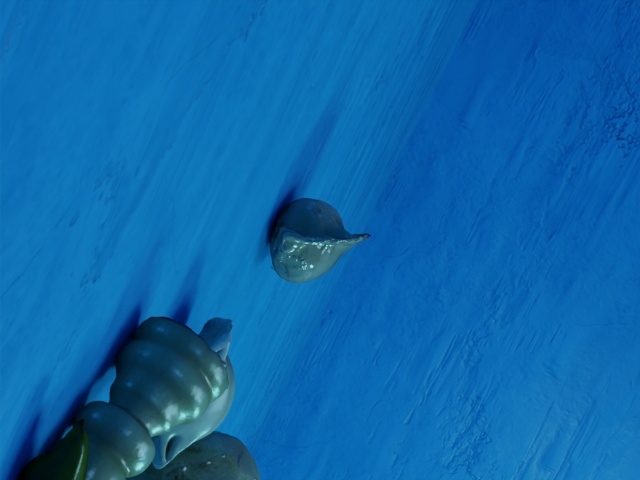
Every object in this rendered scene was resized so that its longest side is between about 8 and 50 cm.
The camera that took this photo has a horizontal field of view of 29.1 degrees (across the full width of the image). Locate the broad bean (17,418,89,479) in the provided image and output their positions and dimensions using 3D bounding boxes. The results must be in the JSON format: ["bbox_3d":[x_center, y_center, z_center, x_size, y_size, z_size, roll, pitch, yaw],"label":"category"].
[{"bbox_3d":[-0.321,0.323,1.335,0.325,0.067,0.075,-61,-170,19],"label":"broad bean"}]

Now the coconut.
[{"bbox_3d":[-0.199,0.385,1.840,0.227,0.227,0.230,-63,180,4],"label":"coconut"}]

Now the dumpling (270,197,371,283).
[{"bbox_3d":[0.000,0.000,2.089,0.247,0.172,0.142,102,-15,-86],"label":"dumpling"}]

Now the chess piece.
[{"bbox_3d":[-0.228,0.214,1.433,0.243,0.133,0.133,-50,167,-34],"label":"chess piece"}]

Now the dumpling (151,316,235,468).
[{"bbox_3d":[-0.190,0.201,1.721,0.229,0.124,0.151,-58,-151,2],"label":"dumpling"}]
